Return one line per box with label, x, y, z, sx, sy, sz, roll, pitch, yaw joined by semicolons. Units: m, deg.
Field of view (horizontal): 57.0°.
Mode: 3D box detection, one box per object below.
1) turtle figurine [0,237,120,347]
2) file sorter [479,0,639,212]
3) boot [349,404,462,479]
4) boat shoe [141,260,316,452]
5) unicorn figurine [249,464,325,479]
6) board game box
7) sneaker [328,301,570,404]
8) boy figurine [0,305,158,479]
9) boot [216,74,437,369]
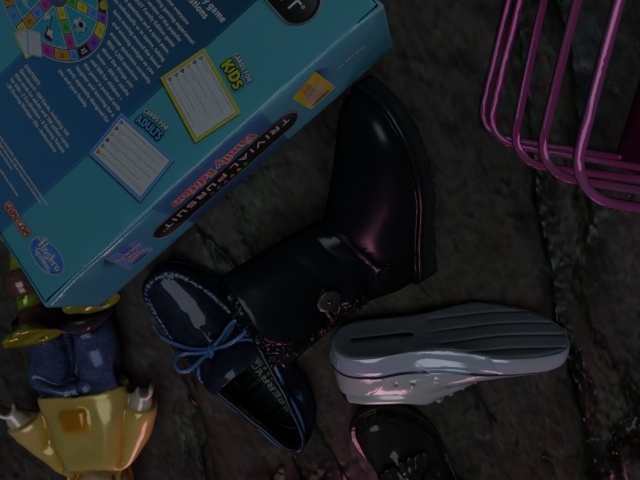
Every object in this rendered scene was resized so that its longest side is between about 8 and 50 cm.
turtle figurine;-0.299;-0.009;0.582;0.269;0.087;0.217;-25;75;-8
file sorter;0.251;-0.142;0.458;0.182;0.291;0.202;9;108;0
boot;0.130;0.322;0.636;0.091;0.229;0.263;-35;105;10
boat shoe;-0.088;0.124;0.643;0.258;0.089;0.109;42;103;-13
unicorn figurine;-0.014;0.314;0.694;0.161;0.111;0.060;-16;107;5
board game box;-0.150;-0.148;0.492;0.336;0.079;0.254;-40;77;6
sneaker;0.139;0.132;0.659;0.258;0.094;0.091;-2;126;5
boy figurine;-0.274;0.206;0.669;0.177;0.092;0.285;-2;105;-3
boot;0.000;0.000;0.543;0.207;0.094;0.247;-30;136;-12
